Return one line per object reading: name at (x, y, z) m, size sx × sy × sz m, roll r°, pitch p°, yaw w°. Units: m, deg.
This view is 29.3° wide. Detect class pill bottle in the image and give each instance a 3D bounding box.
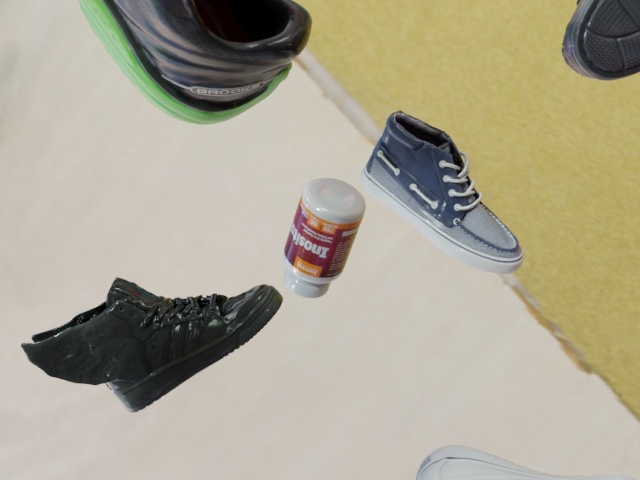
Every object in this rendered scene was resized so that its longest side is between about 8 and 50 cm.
pill bottle at (0.000, 0.000, 1.604) m, size 0.086 × 0.086 × 0.152 m, roll 48°, pitch 136°, yaw 34°

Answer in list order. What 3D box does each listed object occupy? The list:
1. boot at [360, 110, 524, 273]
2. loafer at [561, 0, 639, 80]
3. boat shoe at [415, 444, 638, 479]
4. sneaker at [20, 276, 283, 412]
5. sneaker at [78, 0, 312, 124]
boot at (0.128, -0.047, 1.211) m, size 0.190 × 0.069 × 0.086 m, roll 33°, pitch 128°, yaw 15°
loafer at (0.346, -0.269, 1.246) m, size 0.302 × 0.109 × 0.095 m, roll -46°, pitch 16°, yaw -13°
boat shoe at (0.211, 0.256, 1.094) m, size 0.258 × 0.084 × 0.095 m, roll 10°, pitch 107°, yaw -3°
sneaker at (-0.117, 0.059, 0.863) m, size 0.170 × 0.051 × 0.089 m, roll -35°, pitch 101°, yaw 12°
sneaker at (-0.188, -0.311, 1.100) m, size 0.202 × 0.483 × 0.185 m, roll -21°, pitch 41°, yaw 39°
